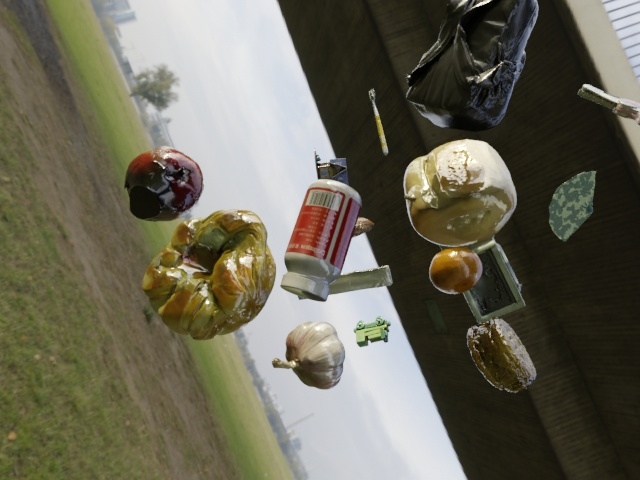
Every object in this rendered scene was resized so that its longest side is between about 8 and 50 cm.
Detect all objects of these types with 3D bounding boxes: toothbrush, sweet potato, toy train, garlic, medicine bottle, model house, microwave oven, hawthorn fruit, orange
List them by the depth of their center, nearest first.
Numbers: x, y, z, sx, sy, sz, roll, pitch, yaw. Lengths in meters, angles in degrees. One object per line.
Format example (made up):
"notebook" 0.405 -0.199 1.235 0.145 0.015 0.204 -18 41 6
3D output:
"medicine bottle" 0.000 0.000 1.055 0.131 0.131 0.250 129 -20 -75
"sweet potato" 0.072 -0.031 1.368 0.068 0.206 0.060 -1 -75 67
"model house" 0.033 -0.203 1.384 0.167 0.088 0.117 37 47 -87
"orange" 0.403 0.087 1.437 0.156 0.156 0.124 83 -8 -49
"toy train" 0.161 0.285 1.501 0.081 0.122 0.050 -87 154 -42
"garlic" -0.056 0.397 1.625 0.245 0.253 0.245 9 -78 48
"hawthorn fruit" -0.590 -0.205 1.802 0.316 0.316 0.316 60 -16 29
"toothbrush" 0.232 -0.474 1.908 0.024 0.021 0.288 119 -39 -71
"microwave oven" 0.651 0.114 1.946 0.355 0.218 0.286 64 14 1

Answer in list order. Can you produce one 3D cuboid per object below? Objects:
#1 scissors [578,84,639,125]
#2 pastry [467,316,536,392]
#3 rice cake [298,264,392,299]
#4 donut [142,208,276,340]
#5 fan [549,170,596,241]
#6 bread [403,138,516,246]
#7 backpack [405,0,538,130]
"scissors" 0.664 -0.282 1.034 0.242 0.118 0.030 48 -41 39
"pastry" 0.581 0.358 1.507 0.235 0.132 0.240 35 34 -23
"rice cake" 0.052 0.105 1.222 0.052 0.256 0.057 -95 174 -63
"donut" -0.279 0.077 1.248 0.360 0.360 0.170 57 -4 37
"fan" 0.808 -0.115 1.540 0.009 0.131 0.240 -52 160 -74
"bread" 0.469 -0.160 1.636 0.376 0.348 0.253 -89 160 -47
"backpack" 0.447 -0.556 1.399 0.363 0.255 0.445 34 -78 59
